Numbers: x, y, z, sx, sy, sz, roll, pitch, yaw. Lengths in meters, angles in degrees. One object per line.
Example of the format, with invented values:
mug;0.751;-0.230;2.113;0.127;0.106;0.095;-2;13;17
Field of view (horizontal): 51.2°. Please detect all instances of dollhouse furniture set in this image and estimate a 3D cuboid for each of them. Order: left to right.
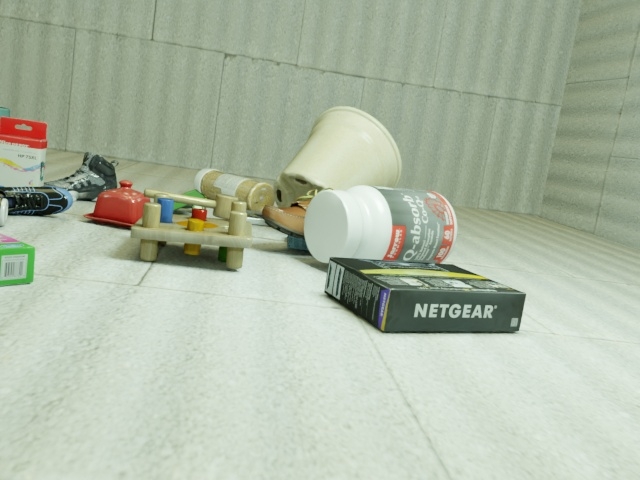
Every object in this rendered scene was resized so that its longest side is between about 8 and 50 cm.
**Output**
dollhouse furniture set;-0.423;-0.112;2.232;0.076;0.059;0.151;-4;-6;-25

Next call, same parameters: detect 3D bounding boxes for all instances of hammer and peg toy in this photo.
hammer and peg toy;-0.293;-0.034;1.554;0.265;0.127;0.361;5;10;-8

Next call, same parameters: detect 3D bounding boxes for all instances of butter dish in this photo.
butter dish;-0.524;-0.102;1.783;0.159;0.118;0.160;11;9;10

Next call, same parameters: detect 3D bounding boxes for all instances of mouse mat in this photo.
mouse mat;-0.444;-0.120;2.096;0.152;0.007;0.189;-23;18;-14

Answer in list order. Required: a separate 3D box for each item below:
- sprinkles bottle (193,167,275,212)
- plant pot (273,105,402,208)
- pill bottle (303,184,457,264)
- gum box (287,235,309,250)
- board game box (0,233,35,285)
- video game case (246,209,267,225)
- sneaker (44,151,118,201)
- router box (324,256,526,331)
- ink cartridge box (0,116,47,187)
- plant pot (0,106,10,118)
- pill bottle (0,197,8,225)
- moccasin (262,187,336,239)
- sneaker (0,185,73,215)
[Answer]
sprinkles bottle;-0.318;-0.181;2.432;0.121;0.121;0.355;-1;13;-44
plant pot;0.031;-0.189;2.032;0.333;0.334;0.305;14;43;31
pill bottle;0.151;-0.029;1.669;0.362;0.210;0.210;0;12;-39
gum box;0.000;0.000;1.871;0.184;0.041;0.157;9;9;-4
board game box;-0.671;0.013;1.111;0.316;0.064;0.242;15;11;35
video game case;-0.176;-0.070;2.202;0.201;0.023;0.183;7;9;-13
sneaker;-0.746;-0.199;2.059;0.268;0.153;0.101;-1;13;-45
router box;0.198;0.103;1.301;0.308;0.081;0.243;4;10;-25
ink cartridge box;-0.843;-0.221;1.862;0.134;0.231;0.078;6;9;-10
plant pot;-1.018;-0.275;1.963;0.271;0.255;0.272;9;10;-1
pill bottle;-0.776;-0.069;1.516;0.116;0.065;0.065;5;10;-18
moccasin;0.020;-0.075;1.768;0.380;0.147;0.139;2;14;-30
sneaker;-0.753;-0.097;1.689;0.232;0.081;0.090;0;13;-8
